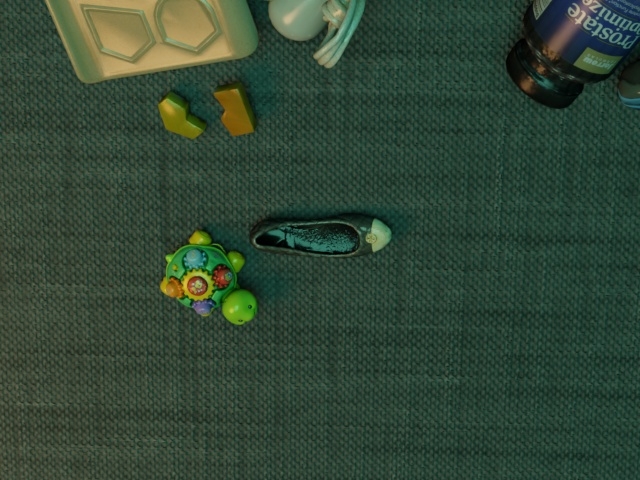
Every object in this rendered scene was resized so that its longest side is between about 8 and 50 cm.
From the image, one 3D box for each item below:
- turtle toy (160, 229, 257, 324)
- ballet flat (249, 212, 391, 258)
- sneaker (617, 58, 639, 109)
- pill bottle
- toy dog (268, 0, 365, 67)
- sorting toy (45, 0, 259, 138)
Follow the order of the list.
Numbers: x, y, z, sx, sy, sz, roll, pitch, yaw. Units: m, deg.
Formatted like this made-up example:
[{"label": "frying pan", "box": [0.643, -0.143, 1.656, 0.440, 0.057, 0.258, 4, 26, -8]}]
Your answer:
[{"label": "turtle toy", "box": [-0.134, 0.054, 1.866, 0.130, 0.066, 0.095, 32, 106, -7]}, {"label": "ballet flat", "box": [0.000, 0.000, 1.851, 0.173, 0.049, 0.057, -2, 108, 3]}, {"label": "sneaker", "box": [0.485, -0.259, 1.732, 0.341, 0.125, 0.140, -27, 77, 13]}, {"label": "pill bottle", "box": [0.302, -0.253, 1.695, 0.123, 0.123, 0.219, 30, 130, -6]}, {"label": "toy dog", "box": [0.007, -0.371, 1.653, 0.161, 0.220, 0.334, 26, 107, -14]}, {"label": "sorting toy", "box": [-0.190, -0.253, 1.769, 0.229, 0.041, 0.307, -9, 122, 19]}]
